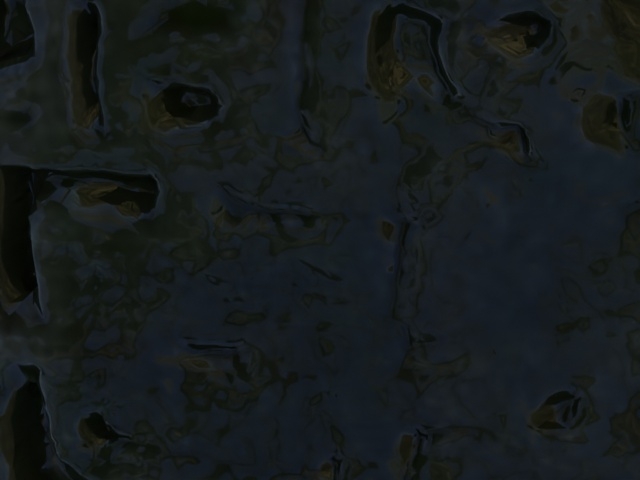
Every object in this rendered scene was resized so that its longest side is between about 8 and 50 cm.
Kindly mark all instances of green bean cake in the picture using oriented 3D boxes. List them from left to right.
[{"bbox_3d":[0.000,0.000,0.443,0.125,0.227,0.222,-53,-35,-65],"label":"green bean cake"}]
